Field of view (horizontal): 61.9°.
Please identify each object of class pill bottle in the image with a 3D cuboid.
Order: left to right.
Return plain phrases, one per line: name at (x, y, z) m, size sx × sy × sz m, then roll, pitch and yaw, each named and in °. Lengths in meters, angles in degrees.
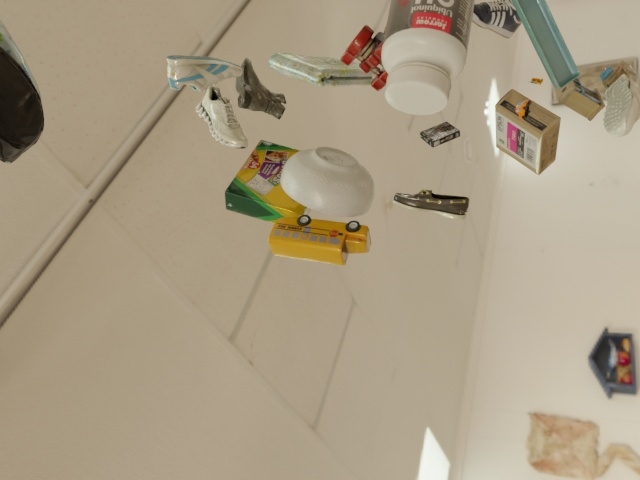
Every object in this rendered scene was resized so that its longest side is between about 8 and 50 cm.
pill bottle at (0.224, -0.435, 1.119) m, size 0.176 × 0.176 × 0.319 m, roll 33°, pitch -116°, yaw -56°

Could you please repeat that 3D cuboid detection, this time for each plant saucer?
plant saucer at (0.401, -0.367, 0.955) m, size 0.067 × 0.018 × 0.192 m, roll -34°, pitch -80°, yaw -24°

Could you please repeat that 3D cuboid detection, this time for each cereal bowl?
cereal bowl at (0.038, -0.224, 1.833) m, size 0.339 × 0.339 × 0.141 m, roll -37°, pitch -28°, yaw -56°

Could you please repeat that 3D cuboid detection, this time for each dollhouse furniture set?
dollhouse furniture set at (0.870, -0.512, 1.706) m, size 0.129 × 0.184 × 0.129 m, roll 26°, pitch -139°, yaw -10°

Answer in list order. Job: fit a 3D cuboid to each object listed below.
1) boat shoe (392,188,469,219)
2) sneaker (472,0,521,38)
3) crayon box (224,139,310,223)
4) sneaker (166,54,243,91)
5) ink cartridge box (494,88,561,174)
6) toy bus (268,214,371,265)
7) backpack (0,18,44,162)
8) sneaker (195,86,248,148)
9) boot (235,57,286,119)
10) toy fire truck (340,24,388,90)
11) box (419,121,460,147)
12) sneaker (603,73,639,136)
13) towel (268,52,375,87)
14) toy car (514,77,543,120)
boat shoe at (0.334, -0.121, 1.619) m, size 0.081 × 0.227 × 0.069 m, roll -58°, pitch -20°, yaw -71°
sneaker at (0.669, -0.869, 1.995) m, size 0.282 × 0.153 × 0.099 m, roll 4°, pitch -124°, yaw -35°
crayon box at (-0.161, -0.230, 2.126) m, size 0.106 × 0.313 × 0.363 m, roll 96°, pitch -166°, yaw -47°
sneaker at (-0.325, -0.470, 1.507) m, size 0.228 × 0.087 × 0.092 m, roll -11°, pitch -63°, yaw -36°
ink cartridge box at (0.669, -0.348, 1.736) m, size 0.088 × 0.193 × 0.235 m, roll -43°, pitch -32°, yaw -5°
toy bus at (0.000, 0.000, 1.836) m, size 0.108 × 0.332 × 0.130 m, roll 75°, pitch -151°, yaw -50°
backpack at (-0.729, -0.376, 1.074) m, size 0.273 × 0.355 × 0.290 m, roll -53°, pitch -21°, yaw -23°
sneaker at (-0.351, -0.444, 1.935) m, size 0.110 × 0.292 × 0.118 m, roll -10°, pitch -38°, yaw -47°
boot at (-0.203, -0.515, 1.838) m, size 0.161 × 0.083 × 0.246 m, roll 12°, pitch -130°, yaw -27°
toy fire truck at (0.210, -0.630, 1.672) m, size 0.254 × 0.169 × 0.302 m, roll -53°, pitch 10°, yaw 2°
box at (0.315, -0.280, 1.406) m, size 0.067 × 0.083 × 0.018 m, roll -124°, pitch 13°, yaw -50°
sneaker at (0.800, -0.340, 1.379) m, size 0.095 × 0.090 × 0.235 m, roll 33°, pitch -126°, yaw -7°
towel at (0.015, -0.735, 2.294) m, size 0.374 × 0.320 × 0.090 m, roll -17°, pitch -55°, yaw -42°
toy car at (0.602, -0.412, 1.550) m, size 0.122 × 0.040 × 0.060 m, roll -58°, pitch -32°, yaw -13°
